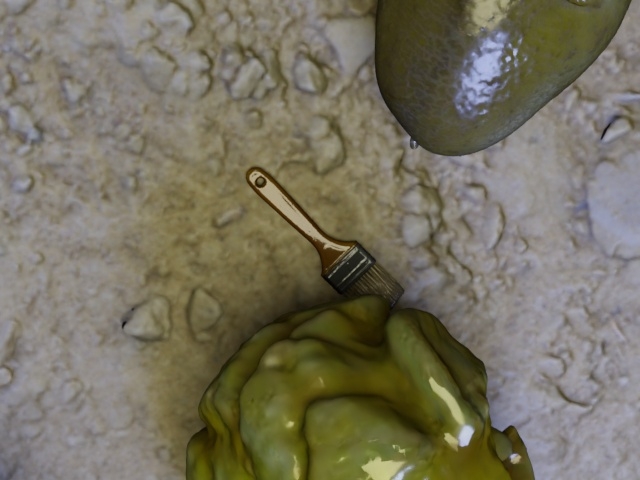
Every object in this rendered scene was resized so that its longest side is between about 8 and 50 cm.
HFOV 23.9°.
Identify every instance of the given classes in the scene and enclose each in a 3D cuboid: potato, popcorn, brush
[{"bbox_3d":[0.133,-0.172,1.156,0.174,0.159,0.251,32,110,-8],"label":"potato"},{"bbox_3d":[0.038,0.217,1.188,0.293,0.292,0.334,-39,99,12],"label":"popcorn"},{"bbox_3d":[0.000,0.000,1.266,0.043,0.014,0.170,-44,103,6],"label":"brush"}]
